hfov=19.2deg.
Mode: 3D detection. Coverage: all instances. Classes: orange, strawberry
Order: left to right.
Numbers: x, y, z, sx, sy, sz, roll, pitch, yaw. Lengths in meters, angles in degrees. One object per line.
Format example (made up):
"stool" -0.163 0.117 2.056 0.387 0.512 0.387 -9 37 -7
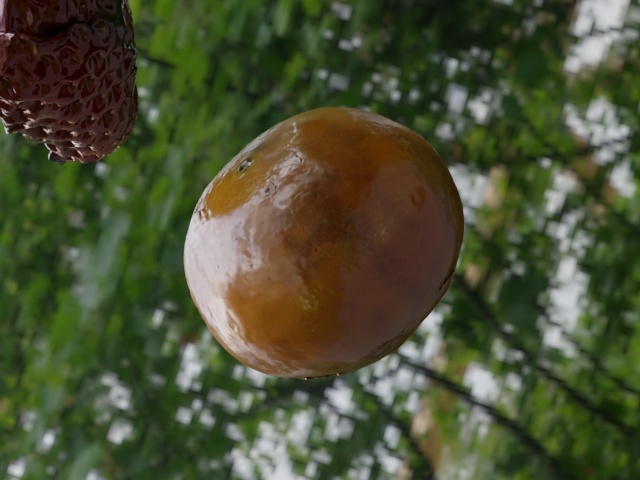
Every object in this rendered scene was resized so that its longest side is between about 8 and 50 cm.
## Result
"strawberry" -0.255 -0.199 1.917 0.253 0.150 0.280 -50 -49 -61
"orange" 0.000 0.000 1.842 0.226 0.284 0.284 50 -137 -23
